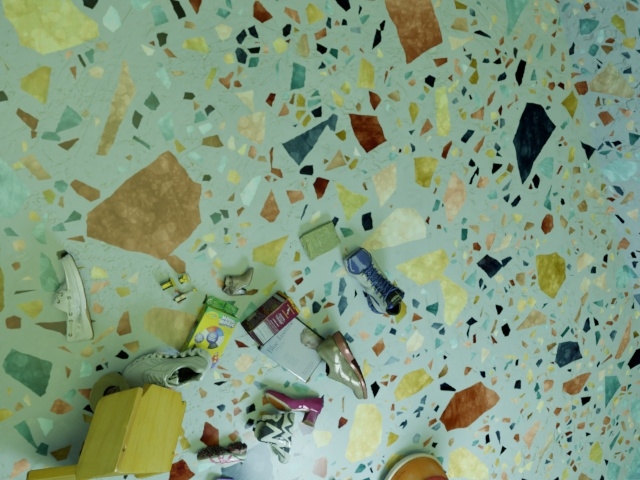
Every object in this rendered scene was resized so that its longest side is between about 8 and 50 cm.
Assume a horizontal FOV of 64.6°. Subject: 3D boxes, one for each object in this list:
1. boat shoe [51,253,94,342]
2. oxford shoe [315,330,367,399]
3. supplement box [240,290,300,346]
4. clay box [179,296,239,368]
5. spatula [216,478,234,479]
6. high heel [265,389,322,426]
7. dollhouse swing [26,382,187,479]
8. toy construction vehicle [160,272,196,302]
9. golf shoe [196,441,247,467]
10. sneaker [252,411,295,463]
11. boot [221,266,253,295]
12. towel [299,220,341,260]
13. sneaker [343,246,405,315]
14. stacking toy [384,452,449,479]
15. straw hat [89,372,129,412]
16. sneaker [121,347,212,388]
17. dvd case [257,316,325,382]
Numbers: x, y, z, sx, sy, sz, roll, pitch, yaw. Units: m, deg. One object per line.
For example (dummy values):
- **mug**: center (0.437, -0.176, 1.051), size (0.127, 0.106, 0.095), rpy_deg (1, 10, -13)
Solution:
- **boat shoe**: center (-0.752, 0.179, 1.513), size (0.096, 0.098, 0.277), rpy_deg (-12, 104, -25)
- **oxford shoe**: center (0.085, 0.505, 1.982), size (0.130, 0.123, 0.348), rpy_deg (-26, 116, -1)
- **supplement box**: center (-0.179, 0.278, 1.811), size (0.188, 0.104, 0.080), rpy_deg (-40, 113, -15)
- **clay box**: center (-0.376, 0.317, 1.747), size (0.127, 0.053, 0.222), rpy_deg (28, 86, -27)
- **spatula**: center (-0.279, 0.950, 1.903), size (0.297, 0.030, 0.084), rpy_deg (25, 87, -28)
- **high heel**: center (-0.097, 0.603, 1.933), size (0.244, 0.082, 0.117), rpy_deg (33, 50, -13)
- **dollhouse swing**: center (-0.644, 0.590, 1.545), size (0.305, 0.347, 0.315), rpy_deg (5, 68, 13)
- **toy construction vehicle**: center (-0.473, 0.158, 1.690), size (0.098, 0.035, 0.085), rpy_deg (-30, 99, -22)
- **golf shoe**: center (-0.353, 0.784, 1.820), size (0.186, 0.067, 0.085), rpy_deg (4, 97, -27)
- **sneaker**: center (-0.181, 0.736, 1.894), size (0.153, 0.094, 0.234), rpy_deg (7, 123, -3)
- **boot**: center (-0.291, 0.140, 1.770), size (0.087, 0.042, 0.118), rpy_deg (19, 89, -25)
- **towel**: center (0.000, 0.000, 1.903), size (0.148, 0.027, 0.110), rpy_deg (-29, 108, -19)
- **sneaker**: center (0.233, 0.172, 1.958), size (0.127, 0.182, 0.315), rpy_deg (-39, 113, -18)
- **stacking toy**: center (0.497, 1.135, 2.066), size (0.351, 0.480, 0.350), rpy_deg (-4, 100, -26)
- **straw hat**: center (-0.658, 0.500, 1.620), size (0.144, 0.144, 0.061), rpy_deg (-52, 154, -11)
- **sneaker**: center (-0.502, 0.427, 1.635), size (0.292, 0.118, 0.110), rpy_deg (-12, 110, -2)
- **dvd case**: center (-0.092, 0.403, 1.919), size (0.253, 0.022, 0.180), rpy_deg (42, 79, -25)
